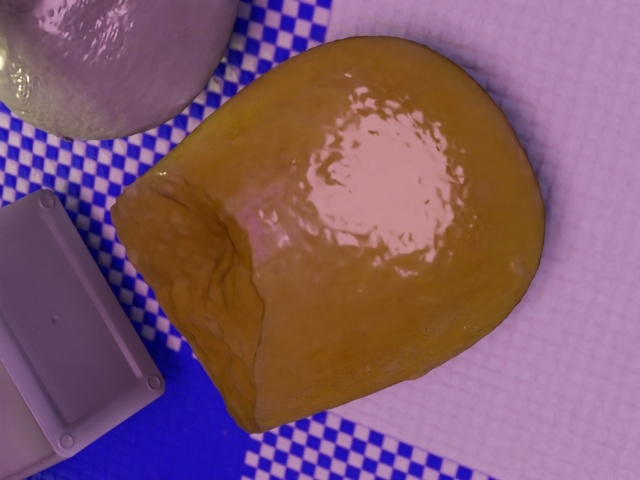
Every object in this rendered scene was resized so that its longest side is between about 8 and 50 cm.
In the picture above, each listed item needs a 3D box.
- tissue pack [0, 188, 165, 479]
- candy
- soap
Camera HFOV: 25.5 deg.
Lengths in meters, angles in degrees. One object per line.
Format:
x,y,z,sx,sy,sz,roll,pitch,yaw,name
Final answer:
-0.296,0.097,1.413,0.136,0.159,0.246,-26,94,46,tissue pack
-0.207,-0.225,1.270,0.295,0.185,0.295,9,108,29,candy
-0.002,0.001,1.284,0.427,0.115,0.306,-32,88,30,soap
